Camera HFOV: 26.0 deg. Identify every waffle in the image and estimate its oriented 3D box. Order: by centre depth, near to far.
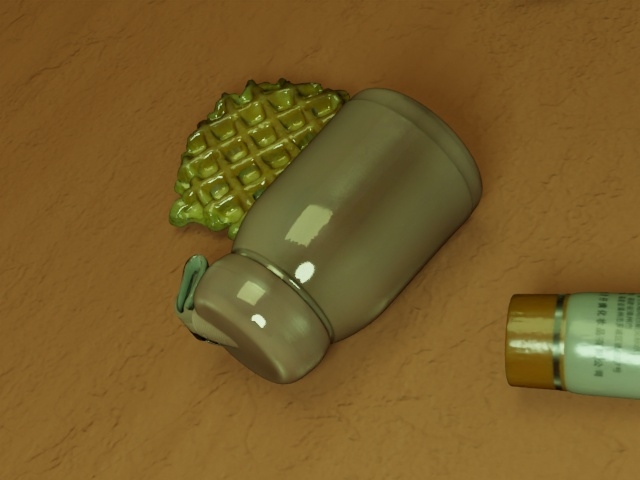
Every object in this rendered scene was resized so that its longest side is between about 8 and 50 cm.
[{"bbox_3d":[-0.050,-0.090,1.572,0.238,0.058,0.243,5,54,24],"label":"waffle"}]

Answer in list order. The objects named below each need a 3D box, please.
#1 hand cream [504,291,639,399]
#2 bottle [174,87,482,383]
[{"bbox_3d":[0.322,0.087,1.213,0.314,0.089,0.139,2,52,20],"label":"hand cream"},{"bbox_3d":[0.000,0.000,1.381,0.206,0.173,0.297,22,64,43],"label":"bottle"}]
